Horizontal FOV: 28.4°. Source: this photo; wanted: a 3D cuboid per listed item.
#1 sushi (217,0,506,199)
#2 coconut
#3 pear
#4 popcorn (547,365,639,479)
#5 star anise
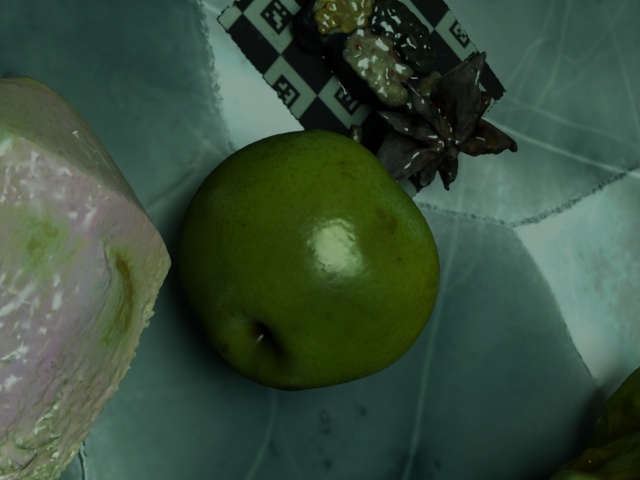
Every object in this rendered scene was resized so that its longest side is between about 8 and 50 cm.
[{"bbox_3d":[0.055,-0.152,0.992,0.215,0.050,0.192,51,60,-16],"label":"sushi"},{"bbox_3d":[-0.204,0.023,0.687,0.233,0.233,0.245,36,70,-23],"label":"coconut"},{"bbox_3d":[0.000,0.000,0.880,0.180,0.166,0.216,38,41,-8],"label":"pear"},{"bbox_3d":[0.293,0.228,0.974,0.290,0.321,0.325,-3,67,-17],"label":"popcorn"},{"bbox_3d":[0.081,-0.074,0.961,0.129,0.056,0.124,-29,137,0],"label":"star anise"}]
